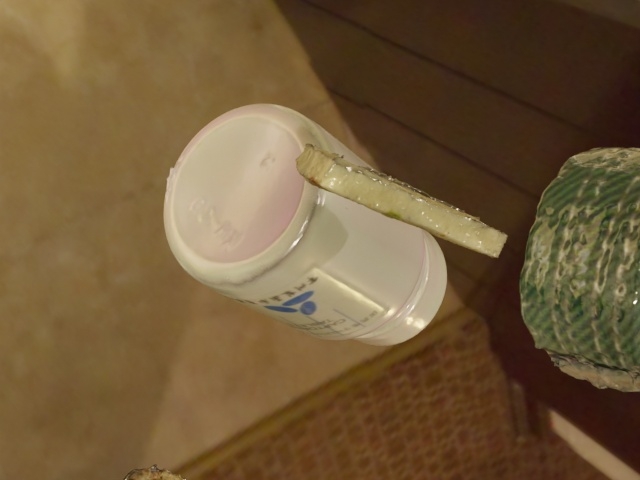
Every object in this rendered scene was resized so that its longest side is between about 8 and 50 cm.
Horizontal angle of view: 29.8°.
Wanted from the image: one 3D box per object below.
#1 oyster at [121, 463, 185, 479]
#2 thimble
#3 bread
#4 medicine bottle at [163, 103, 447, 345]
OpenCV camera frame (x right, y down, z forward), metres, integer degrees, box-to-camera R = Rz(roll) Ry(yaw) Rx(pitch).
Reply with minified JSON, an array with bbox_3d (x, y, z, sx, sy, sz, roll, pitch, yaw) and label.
[{"bbox_3d":[-0.218,0.363,1.532,0.105,0.056,0.177,-7,113,-9],"label":"oyster"},{"bbox_3d":[0.181,0.013,0.681,0.135,0.090,0.118,-54,130,-26],"label":"thimble"},{"bbox_3d":[0.059,-0.028,0.866,0.153,0.068,0.028,21,96,-21],"label":"bread"},{"bbox_3d":[0.000,0.000,1.110,0.170,0.170,0.293,-57,146,3],"label":"medicine bottle"}]
